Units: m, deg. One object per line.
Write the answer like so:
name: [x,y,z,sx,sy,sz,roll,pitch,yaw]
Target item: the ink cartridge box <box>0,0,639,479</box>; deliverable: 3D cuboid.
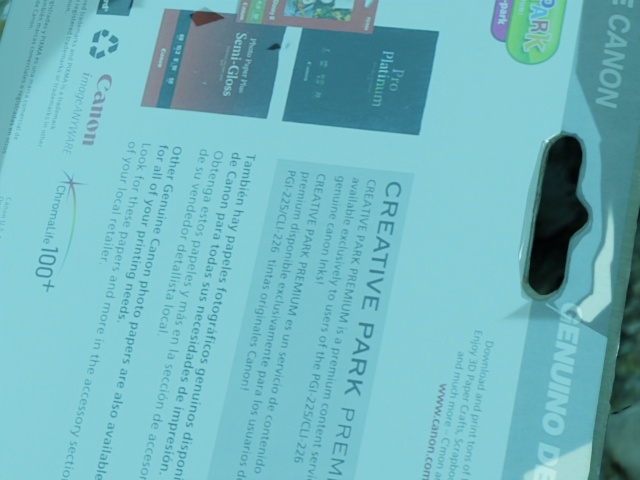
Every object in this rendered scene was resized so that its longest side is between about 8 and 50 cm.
ink cartridge box: [0.000,0.000,0.665,0.272,0.130,0.309,7,73,19]
